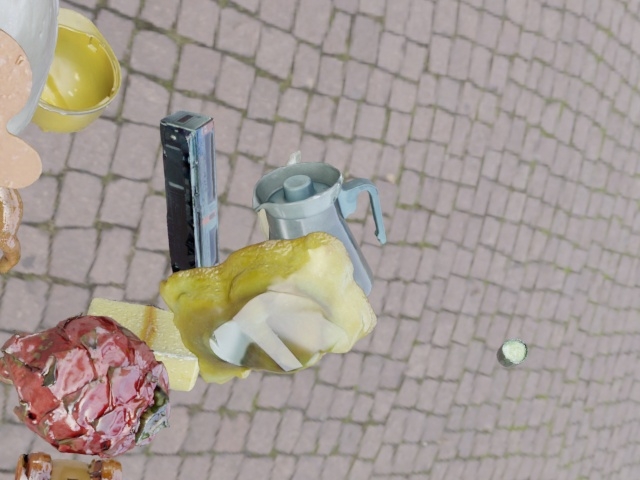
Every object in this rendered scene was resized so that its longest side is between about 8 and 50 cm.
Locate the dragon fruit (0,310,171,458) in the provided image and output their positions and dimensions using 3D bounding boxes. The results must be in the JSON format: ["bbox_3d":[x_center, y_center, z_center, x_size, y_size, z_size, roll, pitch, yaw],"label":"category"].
[{"bbox_3d":[-0.384,0.234,1.566,0.299,0.244,0.244,33,76,-14],"label":"dragon fruit"}]

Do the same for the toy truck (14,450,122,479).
[{"bbox_3d":[-0.483,0.539,1.782,0.204,0.288,0.211,10,105,-21],"label":"toy truck"}]

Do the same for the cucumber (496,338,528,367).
[{"bbox_3d":[0.345,0.209,1.728,0.048,0.048,0.105,-60,174,-14],"label":"cucumber"}]

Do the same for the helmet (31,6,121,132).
[{"bbox_3d":[-0.472,-0.279,1.682,0.205,0.256,0.140,-3,145,-30],"label":"helmet"}]

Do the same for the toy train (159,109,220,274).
[{"bbox_3d":[-0.249,-0.054,1.862,0.089,0.086,0.409,-45,144,-48],"label":"toy train"}]

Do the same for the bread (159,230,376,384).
[{"bbox_3d":[-0.061,0.087,1.083,0.233,0.088,0.160,-22,123,12],"label":"bread"}]

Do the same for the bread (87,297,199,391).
[{"bbox_3d":[-0.382,0.228,2.045,0.266,0.142,0.178,11,93,-11],"label":"bread"}]

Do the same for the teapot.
[{"bbox_3d":[0.000,0.000,1.443,0.203,0.171,0.225,-18,122,-10],"label":"teapot"}]

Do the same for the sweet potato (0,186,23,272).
[{"bbox_3d":[-0.393,-0.019,1.183,0.044,0.044,0.179,-30,145,-37],"label":"sweet potato"}]

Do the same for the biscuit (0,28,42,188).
[{"bbox_3d":[-0.340,-0.078,0.856,0.166,0.036,0.250,20,99,-32],"label":"biscuit"}]

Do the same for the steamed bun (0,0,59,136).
[{"bbox_3d":[-0.407,-0.298,1.019,0.383,0.247,0.236,92,16,-59],"label":"steamed bun"}]

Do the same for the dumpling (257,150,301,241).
[{"bbox_3d":[-0.042,-0.046,1.649,0.179,0.132,0.252,106,-16,-63],"label":"dumpling"}]
